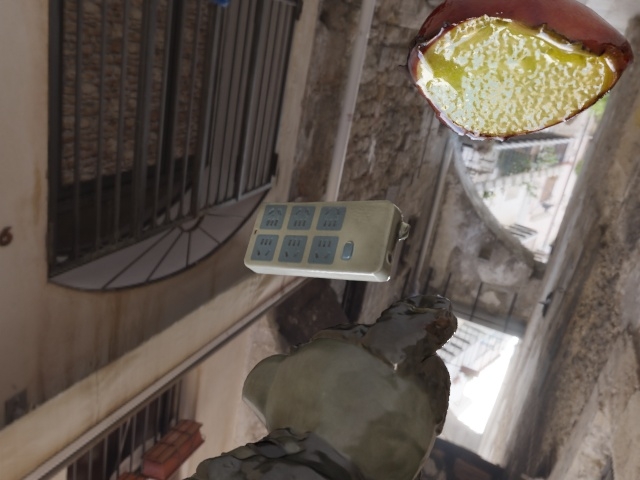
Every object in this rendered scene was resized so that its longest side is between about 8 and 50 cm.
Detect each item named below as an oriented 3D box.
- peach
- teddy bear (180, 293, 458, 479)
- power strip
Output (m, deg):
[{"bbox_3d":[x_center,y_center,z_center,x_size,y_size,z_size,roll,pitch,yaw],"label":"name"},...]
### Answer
[{"bbox_3d":[0.340,-0.328,0.959,0.361,0.258,0.201,1,-131,35],"label":"peach"},{"bbox_3d":[0.001,0.151,0.377,0.144,0.171,0.251,10,-147,28],"label":"teddy bear"},{"bbox_3d":[0.000,0.000,0.597,0.192,0.081,0.035,2,156,35],"label":"power strip"}]
